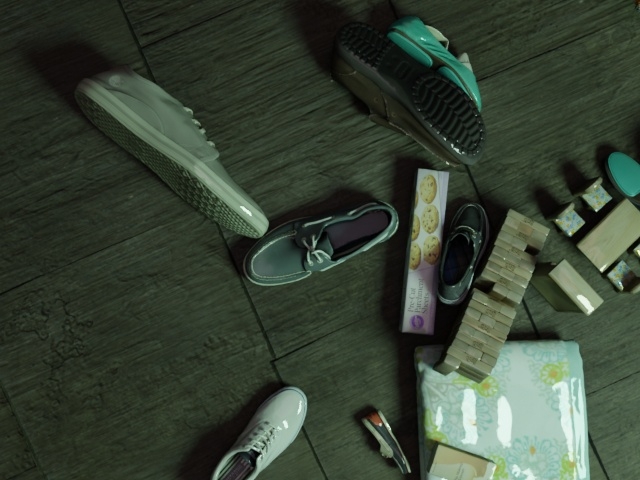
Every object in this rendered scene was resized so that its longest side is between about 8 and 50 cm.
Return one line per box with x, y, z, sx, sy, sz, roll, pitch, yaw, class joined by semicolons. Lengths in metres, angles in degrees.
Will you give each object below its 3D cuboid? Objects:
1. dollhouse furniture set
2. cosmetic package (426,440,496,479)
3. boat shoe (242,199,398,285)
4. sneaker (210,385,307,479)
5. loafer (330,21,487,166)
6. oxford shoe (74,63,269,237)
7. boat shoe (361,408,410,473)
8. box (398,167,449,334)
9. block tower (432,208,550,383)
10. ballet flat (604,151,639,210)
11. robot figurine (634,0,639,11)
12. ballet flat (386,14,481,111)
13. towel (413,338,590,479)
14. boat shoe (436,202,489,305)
0.536;0.023;1.676;0.242;0.161;0.212;-43;90;-5;dollhouse furniture set
0.261;0.421;1.617;0.115;0.041;0.060;18;87;0;cosmetic package
0.000;0.000;1.678;0.320;0.099;0.116;-20;88;-4;boat shoe
-0.114;0.391;1.653;0.094;0.091;0.258;37;86;-1;sneaker
0.167;-0.273;1.700;0.366;0.130;0.134;43;58;3;loafer
-0.262;-0.177;1.652;0.449;0.169;0.130;41;66;1;oxford shoe
0.130;0.395;1.689;0.043;0.049;0.137;-30;86;-1;boat shoe
0.202;0.022;1.706;0.067;0.063;0.323;7;86;-1;box
0.327;0.111;1.653;0.097;0.091;0.335;27;70;4;block tower
0.638;-0.089;1.728;0.074;0.074;0.203;-39;68;-5;ballet flat
0.690;-0.577;1.694;0.211;0.085;0.291;28;85;-2;robot figurine
0.244;-0.358;1.725;0.247;0.083;0.087;42;71;-2;ballet flat
0.351;0.383;1.682;0.321;0.090;0.374;-3;87;-4;towel
0.270;0.012;1.667;0.080;0.076;0.228;15;62;18;boat shoe
